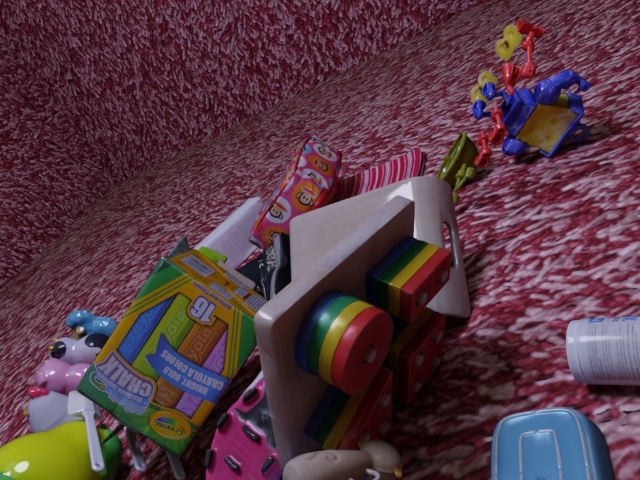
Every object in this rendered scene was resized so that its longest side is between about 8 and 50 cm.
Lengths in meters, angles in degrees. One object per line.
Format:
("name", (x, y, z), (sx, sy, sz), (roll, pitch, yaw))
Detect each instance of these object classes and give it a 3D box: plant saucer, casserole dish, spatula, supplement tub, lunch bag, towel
("plant saucer", (-0.298, 0.083, 1.069), (0.195, 0.037, 0.195), (-56, 7, 11))
("casserole dish", (0.212, 0.227, 0.523), (0.114, 0.037, 0.188), (-19, 28, 28))
("spatula", (-0.308, 0.303, 0.881), (0.242, 0.168, 0.019), (30, 98, 60))
("supplement tub", (0.318, 0.113, 0.571), (0.107, 0.071, 0.071), (-10, 32, 38))
("lunch bag", (-0.068, -0.094, 1.313), (0.258, 0.120, 0.293), (-49, 12, 33))
("towel", (0.113, -0.125, 1.323), (0.274, 0.031, 0.199), (-19, 28, 27))

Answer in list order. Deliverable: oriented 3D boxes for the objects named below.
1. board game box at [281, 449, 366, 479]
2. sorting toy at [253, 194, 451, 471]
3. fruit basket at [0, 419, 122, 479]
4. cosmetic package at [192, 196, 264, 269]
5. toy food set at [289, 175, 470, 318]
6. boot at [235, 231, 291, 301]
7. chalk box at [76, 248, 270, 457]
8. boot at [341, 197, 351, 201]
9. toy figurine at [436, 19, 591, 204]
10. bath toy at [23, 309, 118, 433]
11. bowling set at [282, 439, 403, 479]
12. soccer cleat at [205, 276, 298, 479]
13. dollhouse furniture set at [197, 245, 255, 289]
("board game box", (-0.046, 0.354, 0.598), (0.281, 0.027, 0.145), (-45, 26, -28))
("sorting toy", (0.057, 0.123, 0.639), (0.089, 0.257, 0.255), (23, 44, 32))
("fruit basket", (-0.457, 0.417, 0.779), (0.391, 0.283, 0.392), (-2, -8, 0))
("cosmetic package", (-0.219, 0.001, 1.394), (0.060, 0.099, 0.239), (1, 39, 50))
("toy food set", (0.078, 0.044, 0.902), (0.306, 0.092, 0.220), (-17, 64, 32))
("boot", (-0.121, 0.106, 1.109), (0.178, 0.085, 0.236), (-34, 32, 22))
("chalk box", (-0.216, 0.183, 0.832), (0.289, 0.179, 0.180), (-57, 0, 4))
("boot", (0.063, 0.015, 1.062), (0.123, 0.095, 0.258), (-3, 45, 38))
("toy figurine", (0.378, -0.186, 1.012), (0.363, 0.217, 0.191), (111, 169, -45))
("bath toy", (-0.543, 0.285, 1.201), (0.151, 0.129, 0.348), (-28, 25, 7))
("bowling set", (0.090, 0.297, 0.454), (0.154, 0.200, 0.287), (4, 6, -36))
("soccer cleat", (-0.031, 0.205, 0.759), (0.116, 0.143, 0.331), (19, 75, 31))
("dollhouse furniture set", (-0.251, 0.183, 1.095), (0.301, 0.151, 0.198), (-50, 10, 47))
